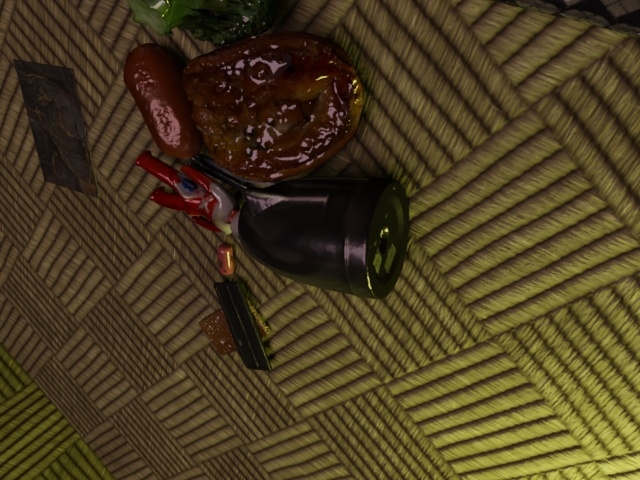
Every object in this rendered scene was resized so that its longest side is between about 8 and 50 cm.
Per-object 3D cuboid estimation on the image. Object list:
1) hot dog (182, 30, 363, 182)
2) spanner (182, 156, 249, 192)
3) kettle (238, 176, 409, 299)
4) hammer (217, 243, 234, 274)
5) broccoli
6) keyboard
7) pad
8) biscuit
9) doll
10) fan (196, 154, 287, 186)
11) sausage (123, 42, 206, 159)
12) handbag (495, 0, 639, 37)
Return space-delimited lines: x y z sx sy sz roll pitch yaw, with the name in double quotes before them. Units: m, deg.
"hot dog" -0.105 -0.255 1.023 0.387 0.174 0.267 -1 128 33
"spanner" -0.213 -0.139 1.236 0.254 0.015 0.054 27 145 12
"kettle" 0.000 0.000 1.089 0.324 0.228 0.321 8 155 26
"hammer" -0.243 0.048 1.370 0.043 0.043 0.083 16 124 25
"broccoli" -0.215 -0.465 0.934 0.307 0.275 0.308 28 161 10
"keyboard" -0.194 0.283 1.444 0.103 0.041 0.381 -3 107 34
"pad" -0.744 -0.311 1.510 0.247 0.007 0.368 16 123 25
"biscuit" -0.241 0.240 1.483 0.230 0.025 0.131 -29 98 39
"doll" -0.269 -0.087 1.273 0.383 0.099 0.188 28 147 19
"fan" -0.188 -0.148 1.239 0.281 0.023 0.057 18 122 25
"sausage" -0.336 -0.304 1.177 0.133 0.133 0.259 -15 102 37
"handbag" 0.356 -0.482 0.621 0.316 0.180 0.416 31 130 30
